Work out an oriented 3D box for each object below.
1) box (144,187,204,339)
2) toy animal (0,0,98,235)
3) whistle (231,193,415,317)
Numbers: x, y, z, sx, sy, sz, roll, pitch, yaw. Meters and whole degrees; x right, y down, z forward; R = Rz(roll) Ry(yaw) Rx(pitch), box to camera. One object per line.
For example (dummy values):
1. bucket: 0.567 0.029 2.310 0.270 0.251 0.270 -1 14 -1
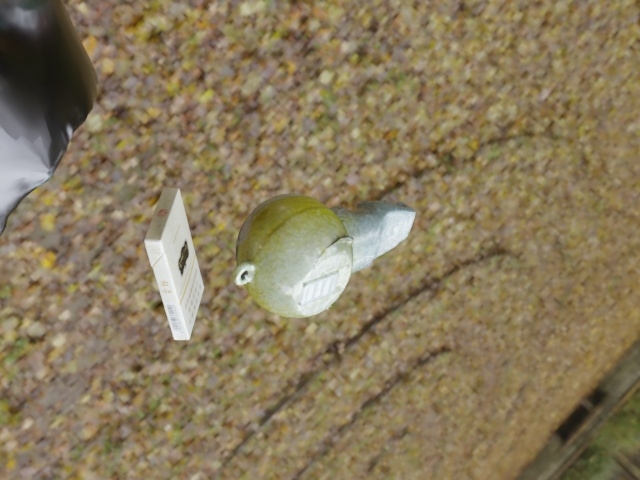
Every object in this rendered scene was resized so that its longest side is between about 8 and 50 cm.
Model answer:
1. box: -0.169 0.029 1.215 0.090 0.024 0.167 -79 166 -46
2. toy animal: -0.171 -0.079 0.382 0.138 0.179 0.166 -46 -157 -28
3. whistle: 0.000 0.000 1.010 0.223 0.123 0.123 -20 147 -38
